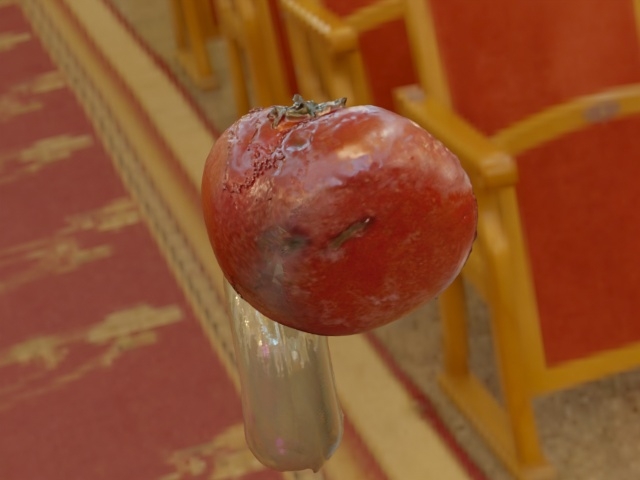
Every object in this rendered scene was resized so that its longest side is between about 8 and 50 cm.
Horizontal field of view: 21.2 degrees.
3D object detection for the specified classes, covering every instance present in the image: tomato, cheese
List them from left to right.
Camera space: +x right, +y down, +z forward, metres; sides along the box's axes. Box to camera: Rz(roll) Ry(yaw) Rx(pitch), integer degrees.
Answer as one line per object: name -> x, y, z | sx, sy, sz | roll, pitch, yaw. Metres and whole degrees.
cheese -> -0.037, 0.045, 1.366 | 0.082, 0.286, 0.163 | -9, 22, -4
tomato -> 0.000, 0.000, 1.112 | 0.189, 0.173, 0.099 | 3, 37, 28
